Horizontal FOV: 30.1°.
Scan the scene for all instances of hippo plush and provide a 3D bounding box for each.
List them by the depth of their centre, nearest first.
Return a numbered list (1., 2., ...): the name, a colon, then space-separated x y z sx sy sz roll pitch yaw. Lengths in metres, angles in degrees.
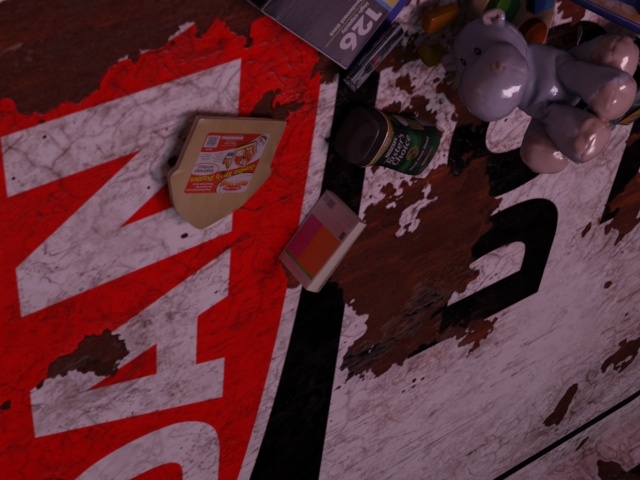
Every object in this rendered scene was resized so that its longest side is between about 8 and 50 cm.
1. hippo plush: 0.333 -0.272 1.839 0.236 0.294 0.234 25 139 -27

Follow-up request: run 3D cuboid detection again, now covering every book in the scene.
1. book: 0.000 0.000 1.979 0.035 0.096 0.144 18 113 -53

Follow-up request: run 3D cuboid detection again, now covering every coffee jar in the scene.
1. coffee jar: 0.108 -0.162 1.936 0.184 0.079 0.096 5 122 -48

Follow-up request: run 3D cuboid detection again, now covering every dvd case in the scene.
1. dvd case: 0.082 -0.279 1.812 0.119 0.013 0.087 -47 173 4

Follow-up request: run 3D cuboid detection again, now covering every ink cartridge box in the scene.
1. ink cartridge box: 0.078 -0.394 1.671 0.304 0.072 0.307 -52 144 11

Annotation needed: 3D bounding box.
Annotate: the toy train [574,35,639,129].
1. toy train: 0.599 -0.306 2.191 0.334 0.142 0.190 -37 157 33

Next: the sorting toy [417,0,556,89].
1. sorting toy: 0.280 -0.342 1.939 0.307 0.041 0.229 -25 147 -29

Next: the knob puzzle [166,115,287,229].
1. knob puzzle: -0.153 -0.103 1.766 0.213 0.030 0.213 -29 143 -24

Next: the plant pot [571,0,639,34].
1. plant pot: 0.505 -0.447 1.850 0.212 0.236 0.236 -26 142 -51
